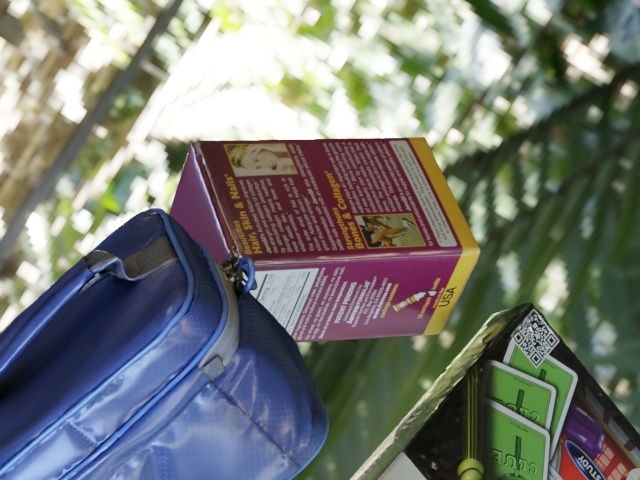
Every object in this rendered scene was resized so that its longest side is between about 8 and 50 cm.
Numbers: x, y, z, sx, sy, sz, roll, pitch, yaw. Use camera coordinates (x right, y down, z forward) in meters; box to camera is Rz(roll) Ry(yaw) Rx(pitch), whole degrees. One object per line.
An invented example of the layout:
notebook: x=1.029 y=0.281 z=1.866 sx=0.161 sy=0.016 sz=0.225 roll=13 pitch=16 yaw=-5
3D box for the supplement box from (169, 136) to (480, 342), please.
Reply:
supplement box: x=0.000 y=0.000 z=0.588 sx=0.083 sy=0.043 sz=0.055 roll=-1 pitch=-132 yaw=-23

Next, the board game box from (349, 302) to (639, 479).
board game box: x=0.104 y=0.160 z=0.585 sx=0.260 sy=0.136 sz=0.030 roll=50 pitch=151 yaw=-9

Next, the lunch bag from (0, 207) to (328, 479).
lunch bag: x=-0.050 y=0.040 z=0.464 sx=0.065 sy=0.098 sz=0.067 roll=44 pitch=-173 yaw=-29
